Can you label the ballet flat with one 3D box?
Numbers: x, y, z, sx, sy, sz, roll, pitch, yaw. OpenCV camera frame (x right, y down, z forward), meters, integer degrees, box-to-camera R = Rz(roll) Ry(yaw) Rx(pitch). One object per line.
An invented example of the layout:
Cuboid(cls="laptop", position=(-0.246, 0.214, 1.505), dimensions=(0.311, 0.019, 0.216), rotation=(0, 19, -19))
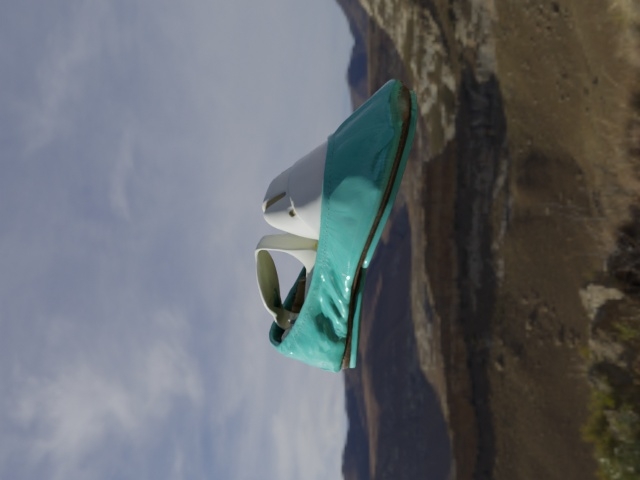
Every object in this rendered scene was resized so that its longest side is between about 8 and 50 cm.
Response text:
Cuboid(cls="ballet flat", position=(0.000, 0.000, 0.547), dimensions=(0.083, 0.087, 0.247), rotation=(-84, 3, -48))
